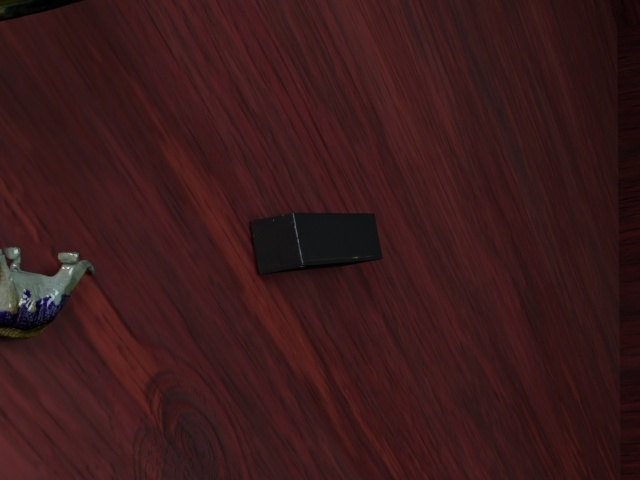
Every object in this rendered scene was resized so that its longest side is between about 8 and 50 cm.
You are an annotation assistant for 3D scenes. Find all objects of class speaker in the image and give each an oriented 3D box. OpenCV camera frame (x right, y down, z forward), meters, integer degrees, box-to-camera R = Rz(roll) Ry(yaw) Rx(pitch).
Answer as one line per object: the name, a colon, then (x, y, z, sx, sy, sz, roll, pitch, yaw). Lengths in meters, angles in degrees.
speaker: (0.000, 0.000, 1.110, 0.191, 0.040, 0.046, -2, 81, -68)

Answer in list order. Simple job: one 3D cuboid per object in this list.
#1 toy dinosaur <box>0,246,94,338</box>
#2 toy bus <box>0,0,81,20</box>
toy dinosaur: (-0.157, 0.024, 0.711, 0.180, 0.037, 0.058, -29, 132, -60)
toy bus: (-0.184, -0.238, 0.621, 0.150, 0.128, 0.262, -26, 105, -67)
